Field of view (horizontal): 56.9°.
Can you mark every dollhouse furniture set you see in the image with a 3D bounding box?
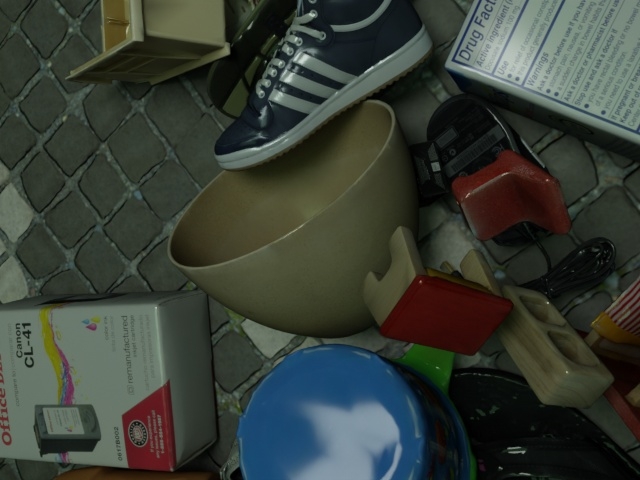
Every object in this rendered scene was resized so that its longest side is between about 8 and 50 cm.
[{"bbox_3d":[0.252,0.053,0.513,0.374,0.152,0.201,16,119,-26],"label":"dollhouse furniture set"}]

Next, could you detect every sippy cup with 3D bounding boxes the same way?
[{"bbox_3d":[0.030,0.208,0.587,0.240,0.224,0.306,-5,65,14],"label":"sippy cup"}]

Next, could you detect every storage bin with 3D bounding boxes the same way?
[{"bbox_3d":[-0.231,-0.343,0.728,0.260,0.123,0.262,3,97,50],"label":"storage bin"}]

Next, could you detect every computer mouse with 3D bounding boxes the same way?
[{"bbox_3d":[0.199,-0.031,0.698,0.262,0.060,0.184,53,127,12],"label":"computer mouse"}]

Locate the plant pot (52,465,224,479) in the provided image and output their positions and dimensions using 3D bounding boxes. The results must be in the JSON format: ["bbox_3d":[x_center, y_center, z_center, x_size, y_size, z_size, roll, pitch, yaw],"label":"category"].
[{"bbox_3d":[-0.218,0.430,0.770,0.203,0.291,0.291,-14,90,3],"label":"plant pot"}]

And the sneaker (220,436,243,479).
[{"bbox_3d":[0.007,0.300,0.741,0.281,0.115,0.105,3,118,24],"label":"sneaker"}]

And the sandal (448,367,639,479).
[{"bbox_3d":[0.290,0.292,0.658,0.445,0.107,0.168,30,102,15],"label":"sandal"}]

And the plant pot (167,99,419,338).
[{"bbox_3d":[0.000,0.000,0.675,0.284,0.284,0.191,-25,118,19],"label":"plant pot"}]

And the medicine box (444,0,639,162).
[{"bbox_3d":[0.314,-0.233,0.588,0.289,0.149,0.264,27,102,15],"label":"medicine box"}]

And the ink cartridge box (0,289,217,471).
[{"bbox_3d":[-0.315,0.193,0.848,0.306,0.131,0.226,-5,93,18],"label":"ink cartridge box"}]

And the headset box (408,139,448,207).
[{"bbox_3d":[0.116,-0.073,0.693,0.032,0.083,0.062,-12,83,-10],"label":"headset box"}]

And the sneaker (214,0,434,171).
[{"bbox_3d":[-0.029,-0.204,0.656,0.282,0.099,0.153,-31,121,8],"label":"sneaker"}]

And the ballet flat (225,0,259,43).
[{"bbox_3d":[-0.127,-0.325,0.770,0.091,0.077,0.241,-18,89,17],"label":"ballet flat"}]

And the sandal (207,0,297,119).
[{"bbox_3d":[-0.023,-0.272,0.726,0.302,0.086,0.120,-35,115,17],"label":"sandal"}]
